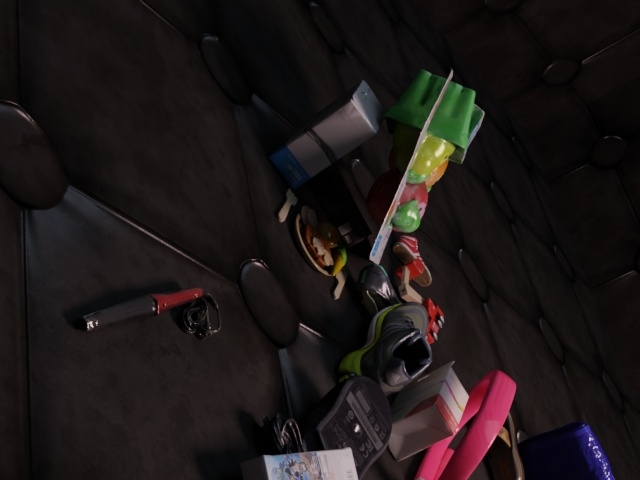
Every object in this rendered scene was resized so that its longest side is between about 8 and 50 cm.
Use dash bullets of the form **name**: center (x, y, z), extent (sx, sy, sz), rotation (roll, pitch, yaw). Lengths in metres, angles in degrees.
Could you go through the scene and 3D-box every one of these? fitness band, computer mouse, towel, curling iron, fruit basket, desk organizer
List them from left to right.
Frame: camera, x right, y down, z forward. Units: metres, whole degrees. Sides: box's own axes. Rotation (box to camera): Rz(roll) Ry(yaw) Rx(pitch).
- **curling iron**: center (-0.201, 0.091, 1.295), extent (0.274, 0.035, 0.068), rotation (5, 59, -65)
- **computer mouse**: center (0.012, 0.284, 1.500), extent (0.188, 0.072, 0.272), rotation (61, 34, -5)
- **desk organizer**: center (0.044, -0.056, 1.997), extent (0.130, 0.047, 0.050), rotation (62, 19, 1)
- **fruit basket**: center (0.177, -0.117, 1.931), extent (0.327, 0.166, 0.353), rotation (33, 74, -83)
- **fitness band**: center (0.241, 0.322, 1.758), extent (0.054, 0.209, 0.291), rotation (35, 24, 4)
- **towel**: center (0.506, 0.518, 2.075), extent (0.076, 0.228, 0.308), rotation (-21, 83, -46)

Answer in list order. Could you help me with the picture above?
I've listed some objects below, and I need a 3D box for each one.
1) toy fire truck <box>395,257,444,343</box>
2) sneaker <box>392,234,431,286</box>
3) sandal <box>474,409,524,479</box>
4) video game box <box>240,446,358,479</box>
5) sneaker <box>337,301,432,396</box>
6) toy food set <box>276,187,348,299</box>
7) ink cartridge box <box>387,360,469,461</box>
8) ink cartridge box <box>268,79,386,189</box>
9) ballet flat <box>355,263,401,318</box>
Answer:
- **toy fire truck**: center (0.190, 0.124, 2.099), extent (0.135, 0.047, 0.192), rotation (58, 23, -7)
- **sneaker**: center (0.198, 0.038, 2.224), extent (0.118, 0.042, 0.067), rotation (52, 27, -17)
- **sandal**: center (0.338, 0.395, 2.080), extent (0.060, 0.090, 0.219), rotation (11, 58, -35)
- **video game box**: center (-0.007, 0.366, 1.314), extent (0.187, 0.048, 0.205), rotation (13, 60, -55)
- **sneaker**: center (0.139, 0.185, 1.776), extent (0.111, 0.121, 0.300), rotation (63, 30, -12)
- **toy food set**: center (0.000, 0.000, 1.841), extent (0.192, 0.039, 0.132), rotation (54, 23, -16)
- **ink cartridge box**: center (0.182, 0.285, 1.792), extent (0.067, 0.115, 0.198), rotation (58, 22, -5)
- **ink cartridge box**: center (0.015, -0.190, 1.895), extent (0.082, 0.191, 0.139), rotation (54, 23, -11)
- **ballet flat**: center (0.122, 0.134, 1.926), extent (0.203, 0.074, 0.074), rotation (57, 21, -28)
